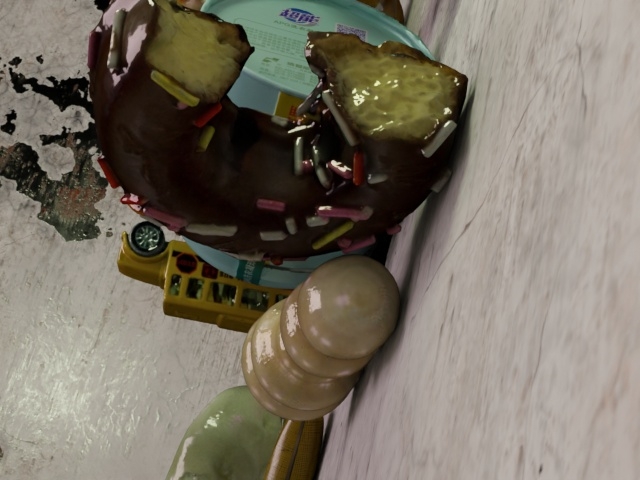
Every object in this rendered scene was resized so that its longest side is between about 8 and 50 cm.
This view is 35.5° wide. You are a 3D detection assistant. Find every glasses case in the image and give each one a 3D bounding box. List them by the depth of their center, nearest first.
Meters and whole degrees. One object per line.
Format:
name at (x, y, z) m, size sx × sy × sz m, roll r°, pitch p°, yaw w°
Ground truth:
glasses case at (-0.045, 0.321, 1.295) m, size 0.079 × 0.064 × 0.234 m, roll -78°, pitch 3°, yaw -87°

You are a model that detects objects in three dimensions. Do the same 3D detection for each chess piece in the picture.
chess piece at (0.006, 0.092, 1.051) m, size 0.261 × 0.143 × 0.142 m, roll 121°, pitch 164°, yaw -62°

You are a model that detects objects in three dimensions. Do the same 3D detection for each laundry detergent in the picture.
laundry detergent at (-0.036, -0.114, 1.231) m, size 0.287 × 0.287 × 0.305 m, roll -80°, pitch 7°, yaw -54°

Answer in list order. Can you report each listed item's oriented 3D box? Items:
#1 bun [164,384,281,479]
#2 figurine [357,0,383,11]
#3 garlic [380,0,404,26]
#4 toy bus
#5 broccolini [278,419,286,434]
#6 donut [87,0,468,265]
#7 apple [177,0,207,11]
bun at (-0.136, 0.392, 1.694) m, size 0.283 × 0.179 × 0.283 m, roll -57°, pitch -17°, yaw -28°
figurine at (0.093, -0.502, 1.277) m, size 0.387 × 0.268 × 0.401 m, roll -56°, pitch 45°, yaw 23°
garlic at (0.074, -0.426, 1.699) m, size 0.256 × 0.207 × 0.207 m, roll -124°, pitch 49°, yaw -76°
toy bus at (-0.121, 0.065, 1.424) m, size 0.121 × 0.336 × 0.123 m, roll 119°, pitch 161°, yaw -74°
broccolini at (-0.058, 0.268, 1.387) m, size 0.071 × 0.058 × 0.254 m, roll -13°, pitch 77°, yaw 49°
donut at (-0.058, -0.086, 0.930) m, size 0.259 × 0.345 × 0.136 m, roll 120°, pitch 159°, yaw -44°
apple at (-0.125, -0.287, 1.665) m, size 0.384 × 0.374 × 0.374 m, roll -49°, pitch 12°, yaw 18°
